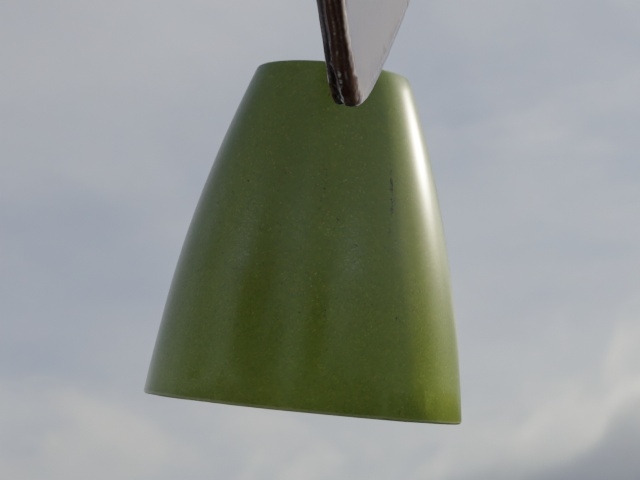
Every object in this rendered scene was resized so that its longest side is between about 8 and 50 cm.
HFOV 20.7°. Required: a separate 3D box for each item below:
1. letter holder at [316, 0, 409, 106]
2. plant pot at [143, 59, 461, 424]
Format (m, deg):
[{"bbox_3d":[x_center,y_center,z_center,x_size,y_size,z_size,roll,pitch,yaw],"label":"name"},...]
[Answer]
[{"bbox_3d":[0.083,-0.192,0.629,0.152,0.302,0.214,-2,-61,11],"label":"letter holder"},{"bbox_3d":[0.000,0.000,1.518,0.274,0.294,0.275,6,-4,0],"label":"plant pot"}]
